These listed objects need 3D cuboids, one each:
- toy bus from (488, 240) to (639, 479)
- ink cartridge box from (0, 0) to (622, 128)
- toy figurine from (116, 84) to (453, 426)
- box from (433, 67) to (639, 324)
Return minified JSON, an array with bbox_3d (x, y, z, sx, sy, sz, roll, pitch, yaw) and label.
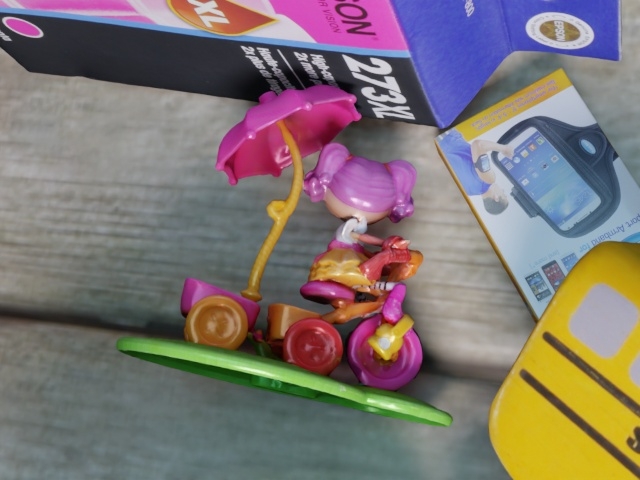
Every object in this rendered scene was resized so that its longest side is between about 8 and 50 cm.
[{"bbox_3d":[0.219,0.140,0.359,0.333,0.108,0.130,41,113,37],"label":"toy bus"},{"bbox_3d":[-0.040,-0.133,0.498,0.371,0.176,0.069,8,73,20],"label":"ink cartridge box"},{"bbox_3d":[0.000,0.000,0.502,0.173,0.130,0.159,14,78,-6],"label":"toy figurine"},{"bbox_3d":[0.128,-0.017,0.520,0.081,0.028,0.136,-29,68,5],"label":"box"}]
